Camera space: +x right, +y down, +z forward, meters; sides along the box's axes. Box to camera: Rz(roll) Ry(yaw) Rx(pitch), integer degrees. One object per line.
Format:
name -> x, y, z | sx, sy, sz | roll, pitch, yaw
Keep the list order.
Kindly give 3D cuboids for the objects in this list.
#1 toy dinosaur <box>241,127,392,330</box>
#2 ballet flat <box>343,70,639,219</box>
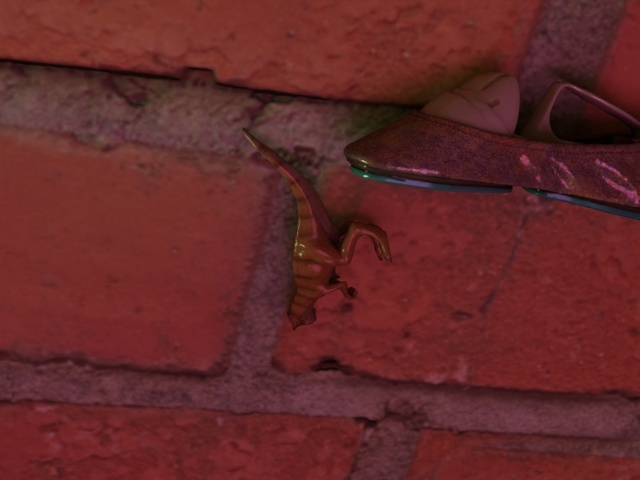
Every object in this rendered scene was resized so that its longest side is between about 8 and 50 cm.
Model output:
toy dinosaur -> 0.000, 0.000, 1.367 | 0.112, 0.064, 0.211 | -9, 124, -7
ballet flat -> 0.170, -0.088, 1.344 | 0.316, 0.107, 0.106 | 7, 101, -24
